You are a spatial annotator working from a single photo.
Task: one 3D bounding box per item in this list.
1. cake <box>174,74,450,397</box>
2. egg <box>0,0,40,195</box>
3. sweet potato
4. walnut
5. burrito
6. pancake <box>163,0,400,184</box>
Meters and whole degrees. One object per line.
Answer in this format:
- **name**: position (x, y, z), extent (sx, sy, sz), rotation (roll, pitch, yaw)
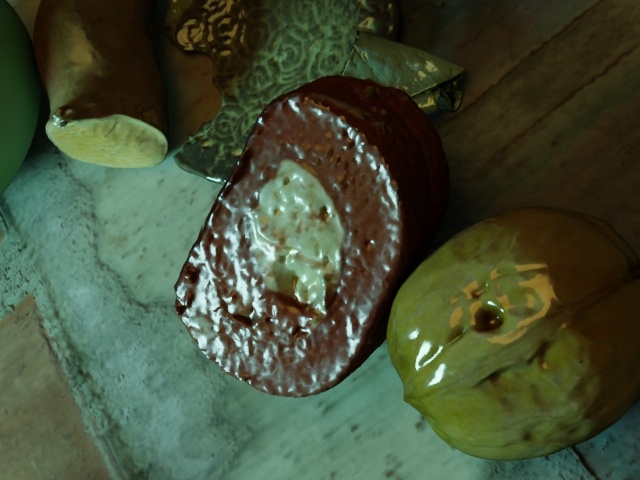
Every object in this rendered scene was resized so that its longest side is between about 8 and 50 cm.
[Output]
- **cake**: position (0.000, 0.000, 1.440), extent (0.177, 0.151, 0.283), rotation (32, 113, 8)
- **egg**: position (-0.393, -0.139, 1.684), extent (0.220, 0.220, 0.270), rotation (6, 80, 28)
- **sweet potato**: position (-0.225, -0.233, 1.695), extent (0.131, 0.131, 0.337), rotation (-17, 64, 20)
- **walnut**: position (0.162, 0.077, 1.354), extent (0.221, 0.195, 0.195), rotation (-27, 62, 14)
- **burrito**: position (0.072, -0.145, 1.548), extent (0.118, 0.044, 0.074), rotation (18, 80, 0)
- **pancake**: position (-0.051, -0.185, 1.647), extent (0.288, 0.033, 0.286), rotation (37, 91, 32)
